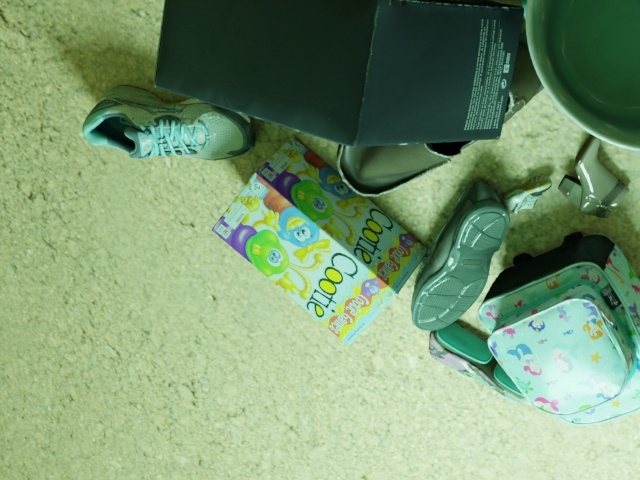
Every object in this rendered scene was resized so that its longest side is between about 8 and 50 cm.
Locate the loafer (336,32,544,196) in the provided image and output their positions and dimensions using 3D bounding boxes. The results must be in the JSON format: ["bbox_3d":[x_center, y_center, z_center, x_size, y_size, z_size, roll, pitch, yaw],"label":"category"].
[{"bbox_3d":[0.148,-0.167,1.827,0.366,0.130,0.134,-35,99,36],"label":"loafer"}]

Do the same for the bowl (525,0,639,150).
[{"bbox_3d":[0.396,-0.256,1.593,0.312,0.163,0.311,0,89,1],"label":"bowl"}]

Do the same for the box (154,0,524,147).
[{"bbox_3d":[0.022,-0.244,1.654,0.343,0.313,0.178,20,107,37],"label":"box"}]

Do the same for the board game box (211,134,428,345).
[{"bbox_3d":[0.000,0.000,1.988,0.275,0.142,0.144,40,127,0],"label":"board game box"}]

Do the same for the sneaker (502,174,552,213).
[{"bbox_3d":[0.304,-0.065,1.879,0.083,0.032,0.037,-26,118,39],"label":"sneaker"}]

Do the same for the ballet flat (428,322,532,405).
[{"bbox_3d":[0.267,0.201,2.030,0.222,0.077,0.079,28,146,15],"label":"ballet flat"}]

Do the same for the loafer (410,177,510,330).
[{"bbox_3d":[0.207,0.023,1.956,0.096,0.084,0.267,9,132,-20],"label":"loafer"}]

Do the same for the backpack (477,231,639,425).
[{"bbox_3d":[0.375,0.146,1.875,0.225,0.191,0.253,-26,109,34],"label":"backpack"}]

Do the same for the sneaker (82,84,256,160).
[{"bbox_3d":[-0.238,-0.161,2.021,0.283,0.122,0.110,8,121,21],"label":"sneaker"}]

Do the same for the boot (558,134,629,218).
[{"bbox_3d":[0.391,-0.088,1.818,0.087,0.042,0.118,28,127,1],"label":"boot"}]

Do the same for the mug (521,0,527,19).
[{"bbox_3d":[0.259,-0.373,1.672,0.129,0.097,0.157,26,128,15],"label":"mug"}]
